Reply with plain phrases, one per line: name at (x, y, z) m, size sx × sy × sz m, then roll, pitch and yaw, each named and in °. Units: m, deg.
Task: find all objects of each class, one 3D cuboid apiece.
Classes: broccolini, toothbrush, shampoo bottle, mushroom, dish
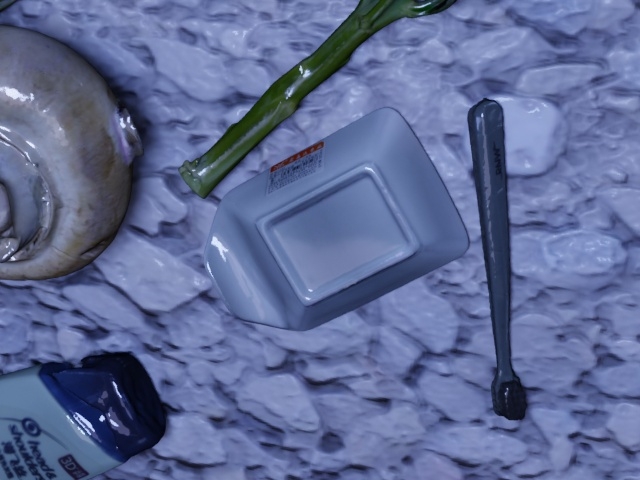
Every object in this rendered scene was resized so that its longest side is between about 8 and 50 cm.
broccolini at (0.018, -0.164, 1.081) m, size 0.392 × 0.074 × 0.079 m, roll -42°, pitch 56°, yaw 17°
toothbrush at (0.158, 0.021, 1.136) m, size 0.030 × 0.030 × 0.297 m, roll -10°, pitch 104°, yaw -12°
shampoo bottle at (-0.330, 0.209, 1.274) m, size 0.359 × 0.078 × 0.134 m, roll -26°, pitch 95°, yaw 19°
mushroom at (-0.277, -0.070, 1.117) m, size 0.254 × 0.184 × 0.255 m, roll 4°, pitch 114°, yaw 9°
dish at (0.000, 0.000, 1.146) m, size 0.234 × 0.064 × 0.154 m, roll -28°, pitch 99°, yaw 20°

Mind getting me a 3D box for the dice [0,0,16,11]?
dice at (-0.354, -0.256, 1.092) m, size 0.169 × 0.169 × 0.166 m, roll -24°, pitch 99°, yaw 18°
